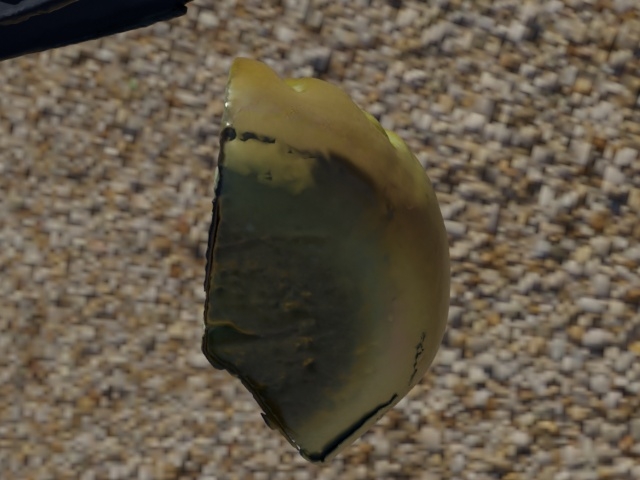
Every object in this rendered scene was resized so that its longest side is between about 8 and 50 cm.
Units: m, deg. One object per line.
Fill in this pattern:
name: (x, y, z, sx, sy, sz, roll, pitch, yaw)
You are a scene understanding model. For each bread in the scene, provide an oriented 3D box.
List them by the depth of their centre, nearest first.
bread: (0.007, 0.011, 1.188, 0.156, 0.158, 0.260, 7, 122, 1)

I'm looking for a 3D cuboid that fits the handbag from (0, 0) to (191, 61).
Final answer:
handbag: (-0.244, -0.281, 1.202, 0.303, 0.122, 0.329, -11, 89, 24)
